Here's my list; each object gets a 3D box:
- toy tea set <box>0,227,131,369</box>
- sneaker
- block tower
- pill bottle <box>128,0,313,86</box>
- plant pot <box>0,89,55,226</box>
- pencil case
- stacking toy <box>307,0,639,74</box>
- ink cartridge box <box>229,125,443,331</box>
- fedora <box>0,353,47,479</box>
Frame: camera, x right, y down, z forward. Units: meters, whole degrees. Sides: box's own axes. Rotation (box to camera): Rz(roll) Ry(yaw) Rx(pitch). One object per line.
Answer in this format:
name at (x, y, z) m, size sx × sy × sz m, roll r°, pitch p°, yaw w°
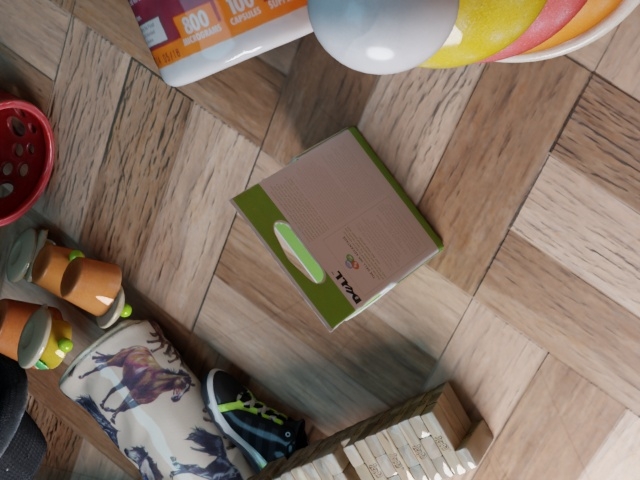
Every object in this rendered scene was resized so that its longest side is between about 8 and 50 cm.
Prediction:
toy tea set at (-0.357, 0.099, 1.912) m, size 0.336 × 0.124 × 0.200 m, roll 12°, pitch 81°, yaw 59°
sneaker at (-0.064, 0.257, 1.863) m, size 0.097 × 0.084 × 0.234 m, roll -38°, pitch 91°, yaw 24°
block tower at (0.049, 0.289, 1.727) m, size 0.335 × 0.091 × 0.097 m, roll -26°, pitch 97°, yaw 27°
pill bottle at (-0.147, -0.389, 1.499) m, size 0.224 × 0.224 × 0.392 m, roll -15°, pitch 103°, yaw 39°
plant pot at (-0.498, -0.131, 1.907) m, size 0.174 × 0.191 × 0.191 m, roll 25°, pitch 124°, yaw 35°
pencil case at (-0.194, 0.306, 1.913) m, size 0.410 × 0.160 × 0.183 m, roll 52°, pitch 143°, yaw 3°
stacking toy at (0.103, -0.266, 1.189) m, size 0.351 × 0.480 × 0.350 m, roll 11°, pitch 119°, yaw 21°
ink cartridge box at (0.000, 0.000, 1.561) m, size 0.188 × 0.255 × 0.097 m, roll 53°, pitch 131°, yaw 3°
fedora at (-0.552, 0.336, 2.156) m, size 0.334 × 0.334 × 0.152 m, roll -13°, pitch 134°, yaw 39°
